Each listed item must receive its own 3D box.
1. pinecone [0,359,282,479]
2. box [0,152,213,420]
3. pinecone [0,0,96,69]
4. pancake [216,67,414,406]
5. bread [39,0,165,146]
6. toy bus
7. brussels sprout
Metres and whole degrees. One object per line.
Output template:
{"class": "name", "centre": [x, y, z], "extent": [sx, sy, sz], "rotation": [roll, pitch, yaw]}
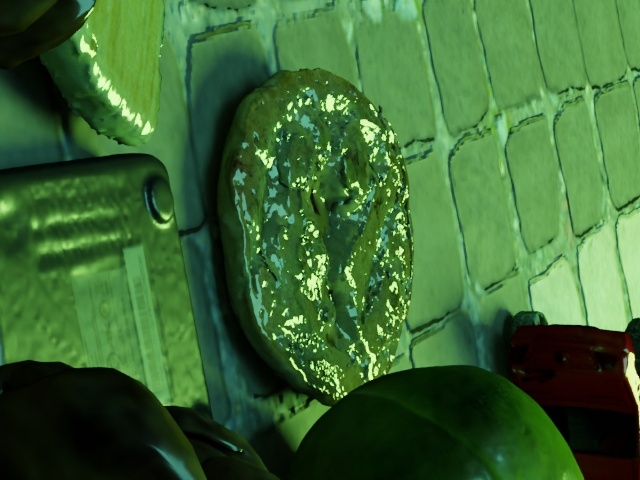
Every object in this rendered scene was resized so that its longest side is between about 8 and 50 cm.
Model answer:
{"class": "pinecone", "centre": [-0.086, 0.152, 0.420], "extent": [0.257, 0.243, 0.243], "rotation": [80, 19, -54]}
{"class": "box", "centre": [-0.082, 0.035, 0.664], "extent": [0.125, 0.027, 0.126], "rotation": [-15, 96, -62]}
{"class": "pinecone", "centre": [-0.104, -0.162, 0.469], "extent": [0.309, 0.244, 0.244], "rotation": [65, 27, -63]}
{"class": "pancake", "centre": [0.000, 0.000, 0.832], "extent": [0.158, 0.028, 0.158], "rotation": [15, 72, -59]}
{"class": "bread", "centre": [-0.090, -0.138, 0.675], "extent": [0.112, 0.036, 0.193], "rotation": [32, 56, -68]}
{"class": "toy bus", "centre": [0.168, 0.102, 1.073], "extent": [0.195, 0.081, 0.089], "rotation": [34, 63, -56]}
{"class": "brussels sprout", "centre": [0.045, 0.125, 0.790], "extent": [0.155, 0.117, 0.155], "rotation": [-30, 128, -48]}
